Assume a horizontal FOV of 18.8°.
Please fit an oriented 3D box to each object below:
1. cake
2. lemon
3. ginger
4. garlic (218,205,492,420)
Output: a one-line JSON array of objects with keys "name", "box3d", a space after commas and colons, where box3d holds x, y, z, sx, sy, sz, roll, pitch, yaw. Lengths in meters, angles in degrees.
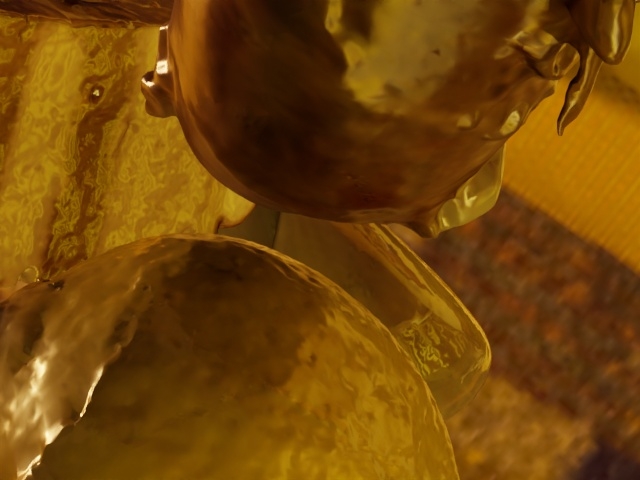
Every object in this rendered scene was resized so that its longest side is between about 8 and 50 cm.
[{"name": "cake", "box3d": [-0.167, -0.091, 1.228, 0.293, 0.196, 0.198, -2, 25, -40]}, {"name": "lemon", "box3d": [-0.041, 0.091, 0.732, 0.180, 0.193, 0.180, -16, 28, 9]}, {"name": "ginger", "box3d": [0.087, -0.123, 0.612, 0.254, 0.418, 0.176, 43, 44, 8]}, {"name": "garlic", "box3d": [0.000, 0.000, 1.451, 0.246, 0.231, 0.340, -33, 110, -37]}]
